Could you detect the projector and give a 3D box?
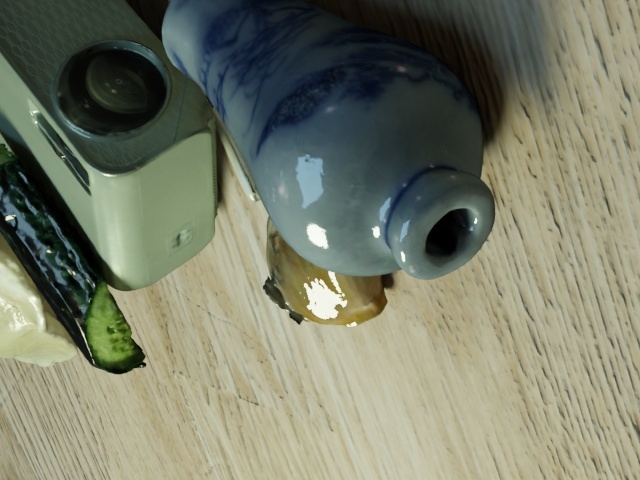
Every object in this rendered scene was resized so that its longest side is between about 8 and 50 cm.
[{"bbox_3d":[-0.180,-0.110,1.285,0.250,0.108,0.198,50,162,20],"label":"projector"}]

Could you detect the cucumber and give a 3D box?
[{"bbox_3d":[-0.199,0.011,1.304,0.220,0.046,0.070,55,158,-4],"label":"cucumber"}]

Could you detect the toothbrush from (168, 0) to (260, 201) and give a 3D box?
[{"bbox_3d":[-0.086,-0.120,1.243,0.022,0.017,0.204,-15,103,50],"label":"toothbrush"}]

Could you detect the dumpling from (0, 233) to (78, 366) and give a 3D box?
[{"bbox_3d":[-0.315,0.065,1.692,0.179,0.131,0.252,18,148,21],"label":"dumpling"}]

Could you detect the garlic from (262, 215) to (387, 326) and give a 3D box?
[{"bbox_3d":[0.002,-0.005,1.175,0.084,0.066,0.152,5,130,24],"label":"garlic"}]

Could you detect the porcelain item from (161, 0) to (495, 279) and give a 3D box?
[{"bbox_3d":[0.003,-0.073,1.032,0.259,0.141,0.141,44,149,40],"label":"porcelain item"}]
